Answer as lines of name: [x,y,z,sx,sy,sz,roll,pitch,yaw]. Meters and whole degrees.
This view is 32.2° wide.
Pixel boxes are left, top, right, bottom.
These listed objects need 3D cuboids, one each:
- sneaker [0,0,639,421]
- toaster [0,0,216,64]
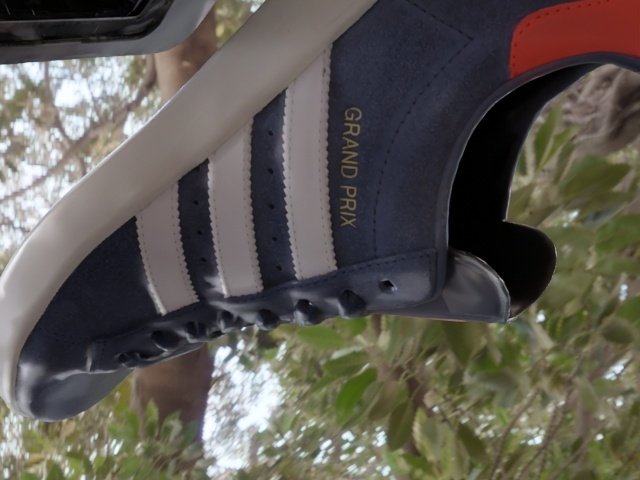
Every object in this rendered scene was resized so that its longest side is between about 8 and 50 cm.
sneaker: [0.000,0.000,0.451,0.148,0.350,0.131,51,-152,7]
toaster: [-0.091,-0.156,0.388,0.110,0.168,0.185,51,-146,16]
